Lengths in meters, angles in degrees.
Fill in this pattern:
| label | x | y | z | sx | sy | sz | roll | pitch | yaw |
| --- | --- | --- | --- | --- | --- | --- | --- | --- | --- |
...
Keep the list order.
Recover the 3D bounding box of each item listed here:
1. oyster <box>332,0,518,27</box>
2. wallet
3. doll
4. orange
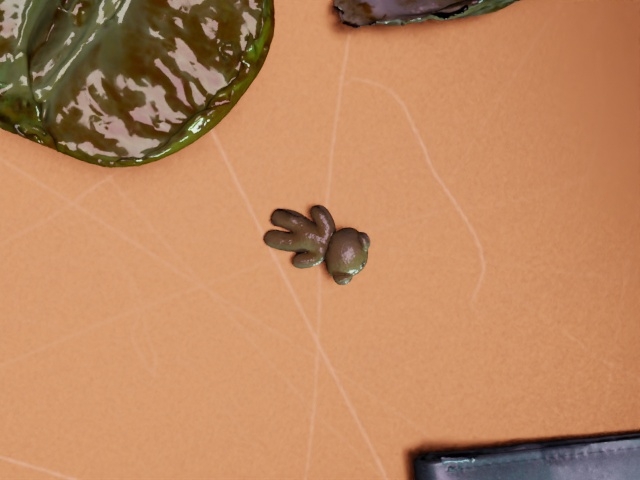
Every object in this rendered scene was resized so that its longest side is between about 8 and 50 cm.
| label | x | y | z | sx | sy | sz | roll | pitch | yaw |
| --- | --- | --- | --- | --- | --- | --- | --- | --- | --- |
| oyster | 0.141 | -0.280 | 1.673 | 0.294 | 0.094 | 0.166 | -25 | 76 | 4 |
| wallet | 0.232 | 0.306 | 1.710 | 0.290 | 0.054 | 0.251 | -5 | 94 | -8 |
| doll | -0.002 | 0.000 | 1.673 | 0.093 | 0.051 | 0.061 | 20 | 96 | -6 |
| orange | -0.211 | -0.209 | 1.571 | 0.334 | 0.196 | 0.262 | 27 | 74 | -11 |
